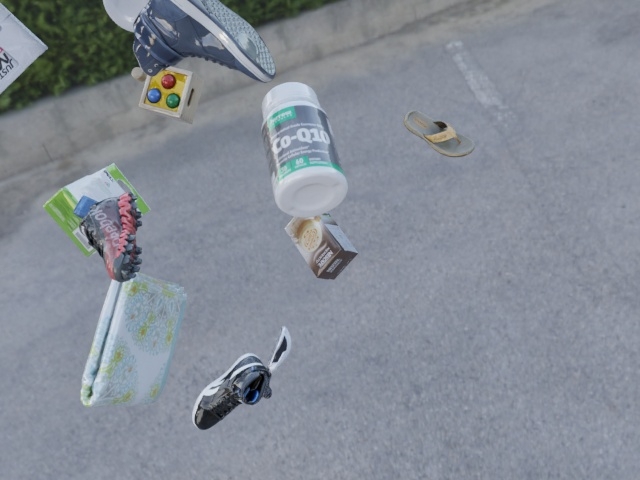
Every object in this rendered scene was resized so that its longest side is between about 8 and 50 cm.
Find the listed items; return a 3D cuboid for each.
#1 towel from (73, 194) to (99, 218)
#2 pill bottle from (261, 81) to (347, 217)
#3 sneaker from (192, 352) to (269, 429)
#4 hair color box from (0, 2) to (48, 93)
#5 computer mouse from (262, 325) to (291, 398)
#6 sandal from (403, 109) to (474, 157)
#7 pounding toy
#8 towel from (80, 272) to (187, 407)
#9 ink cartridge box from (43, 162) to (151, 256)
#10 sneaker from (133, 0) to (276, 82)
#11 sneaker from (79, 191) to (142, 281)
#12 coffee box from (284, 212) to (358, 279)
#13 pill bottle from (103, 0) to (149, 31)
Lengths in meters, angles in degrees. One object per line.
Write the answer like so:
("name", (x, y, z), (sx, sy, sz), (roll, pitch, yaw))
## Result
("towel", (-0.575, -0.069, 1.572), (0.119, 0.029, 0.067), (27, 44, -16))
("pill bottle", (-0.057, -0.262, 1.712), (0.204, 0.204, 0.361), (-14, 57, 0))
("sneaker", (-0.208, 0.365, 1.392), (0.217, 0.079, 0.121), (-50, 27, -5))
("hair color box", (-0.670, -0.398, 0.989), (0.185, 0.374, 0.114), (-49, 35, -7))
("computer mouse", (-0.116, 0.325, 1.635), (0.042, 0.193, 0.106), (21, 9, -8))
("sandal", (0.275, -0.253, 1.403), (0.180, 0.049, 0.072), (35, 67, 11))
("pounding toy", (-0.435, -0.437, 1.648), (0.206, 0.181, 0.094), (17, 2, 12))
("towel", (-0.521, 0.279, 1.708), (0.090, 0.320, 0.374), (8, 78, 19))
("ink cartridge box", (-0.639, -0.094, 1.761), (0.097, 0.188, 0.255), (-33, 11, 25))
("sneaker", (-0.197, -0.307, 0.990), (0.163, 0.226, 0.086), (-37, 25, 34))
("sneaker", (-0.481, -0.004, 1.379), (0.135, 0.097, 0.276), (-7, 43, -10))
("coffee box", (0.000, 0.000, 2.102), (0.141, 0.098, 0.246), (-51, 54, 21))
("pill bottle", (-0.503, -0.740, 1.757), (0.161, 0.161, 0.283), (-3, 43, 14))
